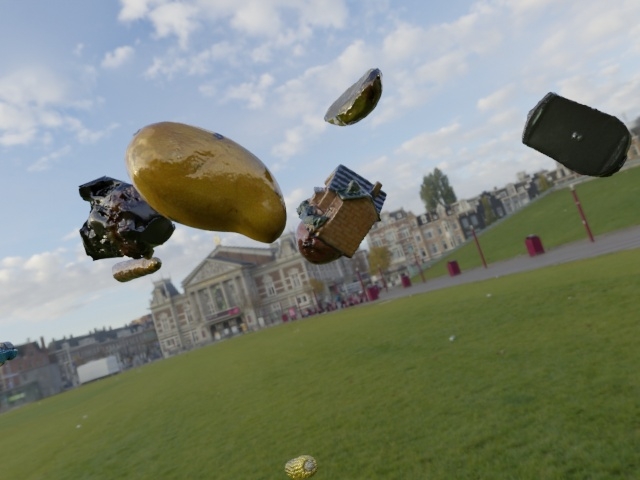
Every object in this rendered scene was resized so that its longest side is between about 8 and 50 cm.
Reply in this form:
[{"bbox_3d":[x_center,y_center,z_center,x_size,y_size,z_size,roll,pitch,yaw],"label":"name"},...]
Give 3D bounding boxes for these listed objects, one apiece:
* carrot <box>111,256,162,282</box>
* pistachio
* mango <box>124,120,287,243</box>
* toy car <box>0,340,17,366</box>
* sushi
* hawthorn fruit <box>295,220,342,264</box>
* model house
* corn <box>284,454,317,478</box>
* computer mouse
[{"bbox_3d":[-0.520,0.082,1.304,0.066,0.066,0.314,-12,1,-42],"label":"carrot"},{"bbox_3d":[0.060,-0.234,0.799,0.090,0.049,0.173,-60,18,-19],"label":"pistachio"},{"bbox_3d":[-0.171,-0.085,0.711,0.262,0.157,0.109,31,-28,-17],"label":"mango"},{"bbox_3d":[-0.710,0.260,0.943,0.161,0.098,0.126,2,0,17],"label":"toy car"},{"bbox_3d":[-0.391,-0.037,0.961,0.150,0.172,0.153,18,36,26],"label":"sushi"},{"bbox_3d":[0.000,0.000,1.404,0.181,0.181,0.235,-21,8,23],"label":"hawthorn fruit"},{"bbox_3d":[0.060,-0.077,1.038,0.172,0.166,0.183,-53,14,12],"label":"model house"},{"bbox_3d":[-0.067,0.744,1.504,0.072,0.072,0.203,-14,-22,-27],"label":"corn"},{"bbox_3d":[0.710,-0.290,1.281,0.168,0.295,0.087,-63,-6,19],"label":"computer mouse"}]
